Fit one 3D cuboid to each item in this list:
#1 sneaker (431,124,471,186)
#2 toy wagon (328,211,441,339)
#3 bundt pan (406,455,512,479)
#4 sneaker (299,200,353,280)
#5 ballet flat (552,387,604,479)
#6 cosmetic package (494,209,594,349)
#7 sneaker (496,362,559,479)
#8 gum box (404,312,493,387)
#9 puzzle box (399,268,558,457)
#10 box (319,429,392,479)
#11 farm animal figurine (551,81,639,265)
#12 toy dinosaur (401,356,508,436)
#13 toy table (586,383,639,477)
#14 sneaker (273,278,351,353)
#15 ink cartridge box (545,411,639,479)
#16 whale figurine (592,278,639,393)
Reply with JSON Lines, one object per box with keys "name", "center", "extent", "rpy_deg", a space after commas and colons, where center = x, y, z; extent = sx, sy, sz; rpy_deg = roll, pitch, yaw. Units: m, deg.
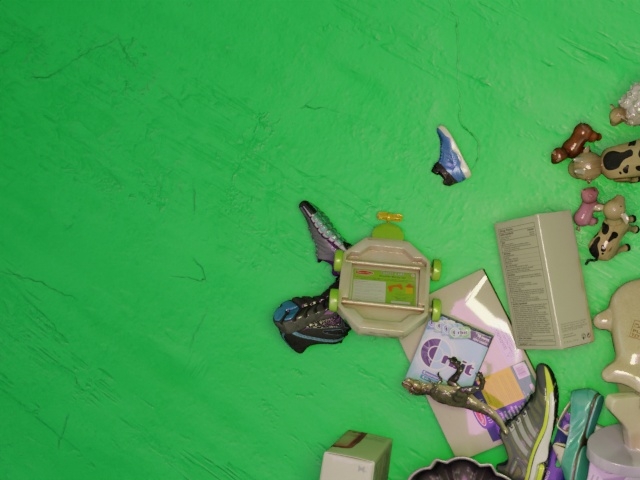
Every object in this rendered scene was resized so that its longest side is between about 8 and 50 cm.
{"name": "sneaker", "center": [0.308, -0.209, 1.919], "extent": [0.084, 0.058, 0.152], "rpy_deg": [-28, 88, 7]}
{"name": "toy wagon", "center": [0.165, 0.081, 1.895], "extent": [0.267, 0.068, 0.344], "rpy_deg": [6, 53, 3]}
{"name": "bundt pan", "center": [0.334, 0.670, 1.804], "extent": [0.331, 0.124, 0.331], "rpy_deg": [-2, 82, 12]}
{"name": "sneaker", "center": [0.000, 0.000, 2.005], "extent": [0.098, 0.083, 0.224], "rpy_deg": [-44, 78, 17]}
{"name": "ballet flat", "center": [0.590, 0.462, 1.775], "extent": [0.087, 0.083, 0.247], "rpy_deg": [10, 84, 42]}
{"name": "cosmetic package", "center": [0.520, 0.095, 1.785], "extent": [0.113, 0.160, 0.309], "rpy_deg": [-6, 87, -27]}
{"name": "sneaker", "center": [0.483, 0.431, 1.781], "extent": [0.121, 0.111, 0.300], "rpy_deg": [10, 91, 21]}
{"name": "gum box", "center": [0.314, 0.287, 1.867], "extent": [0.157, 0.041, 0.184], "rpy_deg": [23, 97, 17]}
{"name": "puzzle box", "center": [0.374, 0.309, 1.897], "extent": [0.272, 0.052, 0.409], "rpy_deg": [-27, 82, 15]}
{"name": "box", "center": [0.089, 0.575, 1.888], "extent": [0.127, 0.232, 0.149], "rpy_deg": [8, 91, 17]}
{"name": "farm animal figurine", "center": [0.650, -0.143, 1.690], "extent": [0.327, 0.172, 0.330], "rpy_deg": [-34, 67, 45]}
{"name": "toy dinosaur", "center": [0.332, 0.353, 1.806], "extent": [0.268, 0.064, 0.118], "rpy_deg": [20, 102, 19]}
{"name": "toy table", "center": [0.725, 0.402, 1.677], "extent": [0.252, 0.274, 0.161], "rpy_deg": [30, 122, 55]}
{"name": "sneaker", "center": [0.054, 0.186, 1.981], "extent": [0.341, 0.125, 0.140], "rpy_deg": [-17, 122, 7]}
{"name": "ink cartridge box", "center": [0.652, 0.550, 1.809], "extent": [0.224, 0.045, 0.223], "rpy_deg": [19, 95, 17]}
{"name": "whale figurine", "center": [0.720, 0.221, 1.712], "extent": [0.216, 0.141, 0.272], "rpy_deg": [16, 65, 27]}
